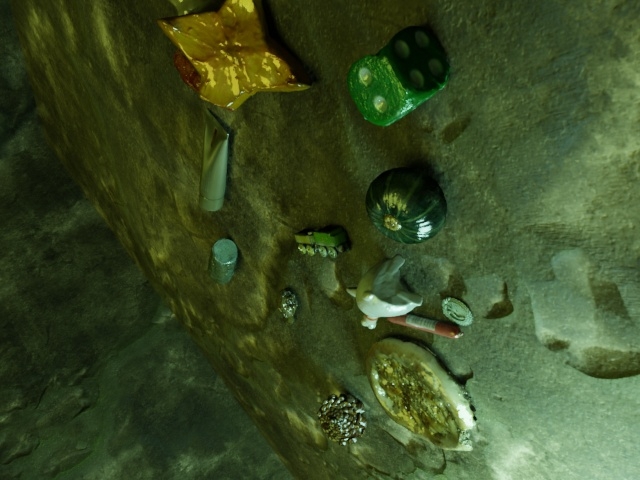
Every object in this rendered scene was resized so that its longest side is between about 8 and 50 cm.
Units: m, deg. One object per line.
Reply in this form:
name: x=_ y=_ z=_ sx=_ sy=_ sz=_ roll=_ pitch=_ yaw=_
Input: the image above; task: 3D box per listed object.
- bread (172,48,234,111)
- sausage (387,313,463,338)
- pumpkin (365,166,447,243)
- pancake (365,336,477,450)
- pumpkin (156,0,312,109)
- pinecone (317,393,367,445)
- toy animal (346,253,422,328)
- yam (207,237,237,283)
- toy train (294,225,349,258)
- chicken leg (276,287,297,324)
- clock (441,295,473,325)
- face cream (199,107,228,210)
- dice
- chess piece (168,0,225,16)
bread: x=-0.315 y=-0.428 z=1.394 sx=0.139 sy=0.095 sz=0.269 roll=31 pitch=-158 yaw=-48
sausage: x=0.249 y=0.205 z=1.303 sx=0.253 sy=0.034 sz=0.034 roll=7 pitch=125 yaw=54
pumpkin: x=0.171 y=-0.070 z=1.056 sx=0.167 sy=0.125 sz=0.167 roll=38 pitch=148 yaw=29
pancake: x=0.268 y=0.422 z=1.448 sx=0.382 sy=0.071 sz=0.382 roll=37 pitch=145 yaw=31
pumpkin: x=-0.189 y=-0.418 z=1.186 sx=0.258 sy=0.095 sz=0.290 roll=-24 pitch=100 yaw=17
pinecone: x=0.078 y=0.620 z=1.837 sx=0.179 sy=0.150 sz=0.195 roll=41 pitch=147 yaw=25
toy animal: x=0.150 y=0.129 z=1.297 sx=0.140 sy=0.138 sz=0.282 roll=60 pitch=173 yaw=11
yam: x=-0.373 y=0.079 z=2.025 sx=0.107 sy=0.107 sz=0.194 roll=48 pitch=148 yaw=14
toy train: x=0.000 y=0.000 z=1.446 sx=0.202 sy=0.060 sz=0.081 roll=5 pitch=116 yaw=54
chicken leg: x=-0.116 y=0.244 z=1.847 sx=0.085 sy=0.069 sz=0.198 roll=42 pitch=154 yaw=26
clock: x=0.308 y=0.161 z=1.195 sx=0.083 sy=0.010 sz=0.074 roll=18 pitch=132 yaw=47
face cream: x=-0.342 y=-0.242 z=1.702 sx=0.137 sy=0.084 sz=0.341 roll=51 pitch=144 yaw=29
dice: x=0.133 y=-0.278 z=0.908 sx=0.120 sy=0.128 sz=0.131 roll=58 pitch=149 yaw=-5
chess piece: x=-0.271 y=-0.517 z=1.263 sx=0.137 sy=0.137 sz=0.300 roll=-6 pitch=113 yaw=57
